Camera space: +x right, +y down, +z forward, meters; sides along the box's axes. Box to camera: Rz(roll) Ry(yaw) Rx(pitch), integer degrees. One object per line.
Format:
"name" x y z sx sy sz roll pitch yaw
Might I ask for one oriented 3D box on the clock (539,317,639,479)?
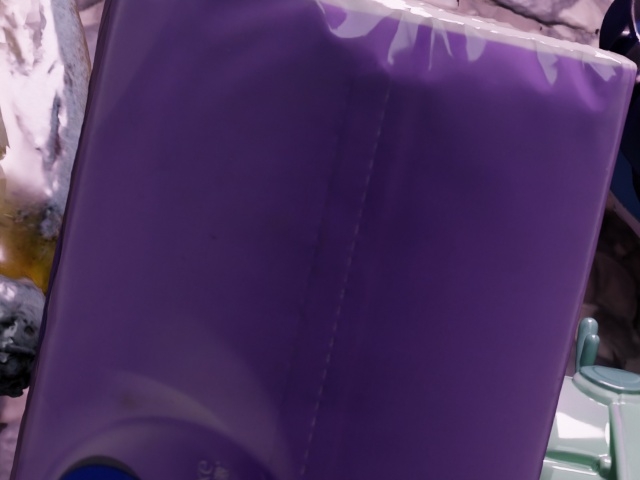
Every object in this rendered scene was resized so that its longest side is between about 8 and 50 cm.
"clock" 0.121 0.137 0.983 0.066 0.159 0.211 12 39 -5

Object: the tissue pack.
"tissue pack" -0.010 0.042 0.903 0.242 0.338 0.160 11 8 -7

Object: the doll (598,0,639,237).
"doll" 0.295 -0.049 1.135 0.284 0.240 0.310 -20 64 -44

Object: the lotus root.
"lotus root" -0.201 -0.044 1.062 0.158 0.140 0.322 15 52 -36
